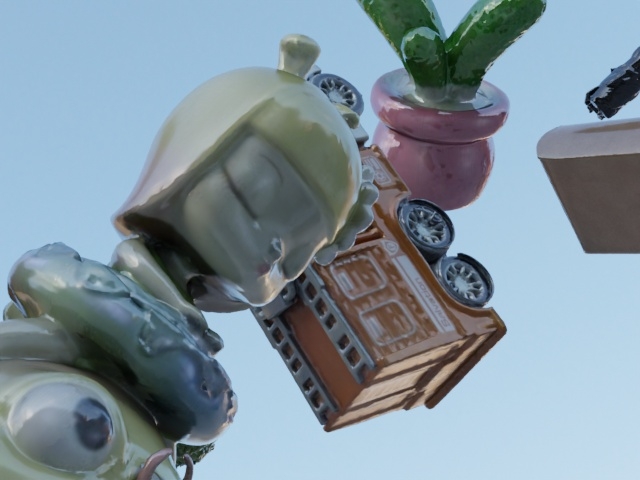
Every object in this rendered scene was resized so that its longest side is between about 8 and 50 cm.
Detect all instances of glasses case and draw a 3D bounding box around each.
[{"bbox_3d":[0.227,-0.033,0.604,0.194,0.070,0.102,-1,-49,44],"label":"glasses case"}]

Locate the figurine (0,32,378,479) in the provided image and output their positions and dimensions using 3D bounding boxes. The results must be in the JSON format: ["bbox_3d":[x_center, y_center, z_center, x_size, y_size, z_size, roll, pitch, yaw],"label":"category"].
[{"bbox_3d":[-0.118,0.044,0.581,0.275,0.394,0.226,19,-27,39],"label":"figurine"}]

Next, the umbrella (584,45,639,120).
[{"bbox_3d":[0.506,-0.275,1.721,0.236,0.066,0.059,-40,-51,-1],"label":"umbrella"}]

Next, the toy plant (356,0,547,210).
[{"bbox_3d":[0.157,-0.234,1.684,0.317,0.210,0.356,18,-54,24],"label":"toy plant"}]

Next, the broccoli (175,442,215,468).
[{"bbox_3d":[-0.288,0.236,1.720,0.302,0.186,0.254,18,-10,4],"label":"broccoli"}]

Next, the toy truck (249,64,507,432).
[{"bbox_3d":[0.000,0.000,1.188,0.207,0.387,0.173,-13,-30,-40],"label":"toy truck"}]
